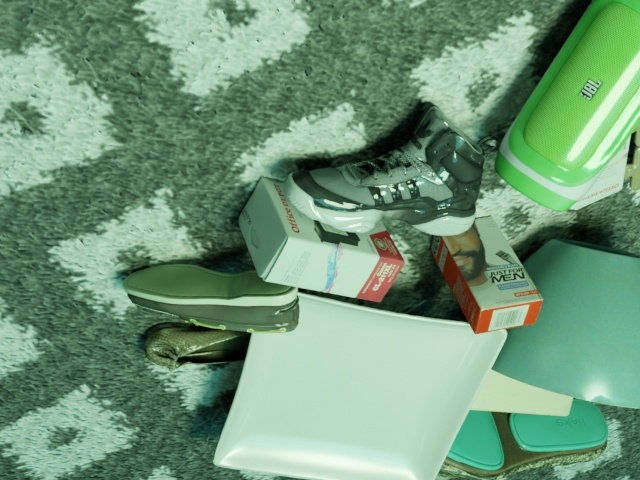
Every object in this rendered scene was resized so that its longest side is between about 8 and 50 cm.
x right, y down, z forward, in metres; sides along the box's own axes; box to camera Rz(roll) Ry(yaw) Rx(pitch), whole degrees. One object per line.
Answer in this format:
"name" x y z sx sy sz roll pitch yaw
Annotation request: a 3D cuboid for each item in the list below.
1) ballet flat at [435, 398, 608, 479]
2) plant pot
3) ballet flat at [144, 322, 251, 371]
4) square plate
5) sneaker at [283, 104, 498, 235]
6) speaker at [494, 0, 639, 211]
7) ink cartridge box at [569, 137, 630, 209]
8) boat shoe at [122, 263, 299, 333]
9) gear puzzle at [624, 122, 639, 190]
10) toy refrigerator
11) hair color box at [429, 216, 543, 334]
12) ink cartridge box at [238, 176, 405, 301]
"ballet flat" 0.287 0.351 1.597 0.482 0.164 0.182 8 143 -31
"plant pot" 0.385 0.105 1.344 0.290 0.290 0.196 7 97 -28
"ballet flat" -0.122 0.149 1.292 0.249 0.058 0.084 0 131 -23
"square plate" 0.047 0.218 1.318 0.343 0.049 0.347 11 123 -11
"sneaker" 0.092 -0.094 1.133 0.268 0.101 0.153 5 124 -25
"speaker" 0.335 -0.184 1.110 0.131 0.131 0.297 16 115 -33
"ink cartridge box" 0.370 -0.113 1.256 0.088 0.052 0.122 -21 135 -13
"boat shoe" -0.138 0.078 1.155 0.227 0.081 0.069 3 122 12
"gear puzzle" 0.485 -0.223 1.223 0.175 0.044 0.339 -16 132 -6
"toy refrigerator" 0.279 0.215 1.476 0.269 0.102 0.094 9 98 -29
"hair color box" 0.225 0.045 1.264 0.093 0.167 0.053 -9 134 -15
"ink cartridge box" 0.000 0.000 1.157 0.175 0.127 0.072 12 124 -32
